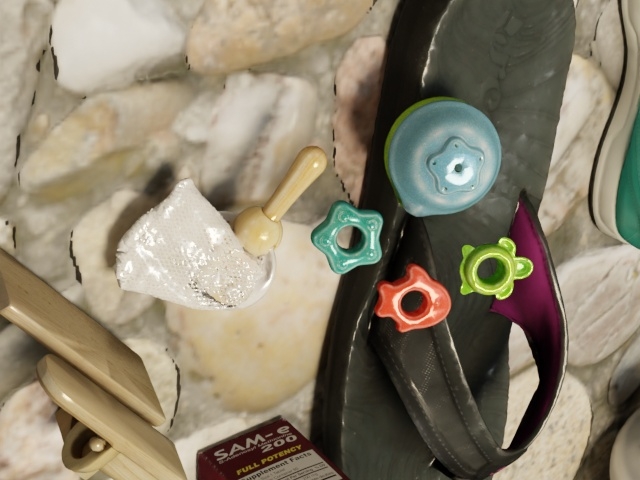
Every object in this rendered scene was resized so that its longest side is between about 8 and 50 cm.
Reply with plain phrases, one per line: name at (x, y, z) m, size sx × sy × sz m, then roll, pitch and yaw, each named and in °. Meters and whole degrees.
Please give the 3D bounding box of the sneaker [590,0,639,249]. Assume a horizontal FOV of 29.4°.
sneaker at (0.288, -0.102, 0.830) m, size 0.123 × 0.178 × 0.296 m, roll -18°, pitch 124°, yaw -32°

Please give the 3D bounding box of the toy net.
toy net at (0.000, 0.000, 0.700) m, size 0.232 × 0.045 × 0.122 m, roll -14°, pitch 107°, yaw -5°

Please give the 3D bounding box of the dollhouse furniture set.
dollhouse furniture set at (-0.168, 0.120, 0.621) m, size 0.151 × 0.144 × 0.123 m, roll -40°, pitch 130°, yaw 4°

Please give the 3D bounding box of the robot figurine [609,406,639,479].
robot figurine at (0.362, 0.269, 1.089) m, size 0.300 × 0.199 × 0.354 m, roll -31°, pitch 130°, yaw -22°

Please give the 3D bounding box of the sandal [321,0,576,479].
sandal at (0.096, 0.042, 0.803) m, size 0.167 × 0.107 × 0.446 m, roll -16°, pitch 123°, yaw -33°

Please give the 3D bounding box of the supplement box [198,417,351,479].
supplement box at (0.014, 0.230, 0.748) m, size 0.073 × 0.239 × 0.130 m, roll -17°, pitch 123°, yaw -31°
